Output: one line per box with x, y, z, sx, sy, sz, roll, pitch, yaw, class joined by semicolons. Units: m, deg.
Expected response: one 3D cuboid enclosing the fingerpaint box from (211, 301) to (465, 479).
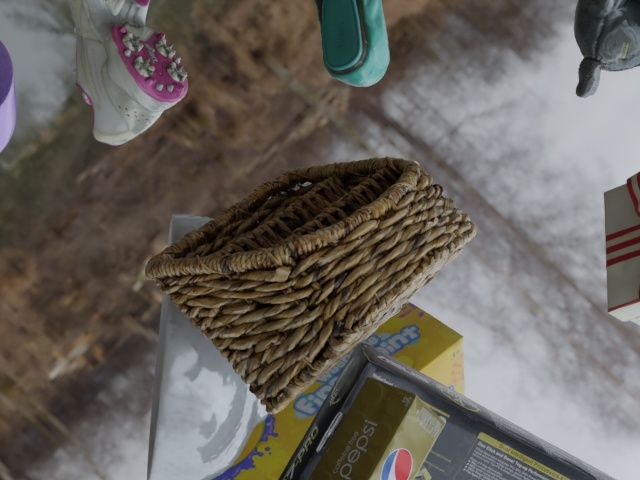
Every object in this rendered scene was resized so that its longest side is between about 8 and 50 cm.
0.020;0.354;2.140;0.445;0.163;0.371;-33;137;-28;fingerpaint box

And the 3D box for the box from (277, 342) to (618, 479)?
0.139;0.350;1.679;0.318;0.395;0.097;-60;-170;8;box

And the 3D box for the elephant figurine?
0.379;-0.316;1.760;0.186;0.169;0.239;-12;-149;6;elephant figurine

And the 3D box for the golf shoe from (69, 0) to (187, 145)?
-0.266;-0.248;1.731;0.115;0.306;0.140;11;133;-39;golf shoe

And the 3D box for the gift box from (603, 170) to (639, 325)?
0.610;0.001;2.249;0.276;0.258;0.255;-30;-133;40;gift box

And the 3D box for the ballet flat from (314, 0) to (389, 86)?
0.034;-0.283;1.637;0.083;0.247;0.087;-14;157;23;ballet flat

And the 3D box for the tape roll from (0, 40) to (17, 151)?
-0.578;-0.208;2.044;0.275;0.275;0.090;-48;160;-34;tape roll

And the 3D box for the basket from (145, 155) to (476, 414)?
0.000;0.000;1.535;0.299;0.223;0.213;-35;170;-47;basket

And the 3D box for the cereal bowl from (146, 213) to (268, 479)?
-0.130;0.138;1.748;0.339;0.141;0.339;-174;-90;-83;cereal bowl

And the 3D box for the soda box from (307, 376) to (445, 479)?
0.031;0.213;1.231;0.061;0.058;0.181;17;-111;43;soda box
